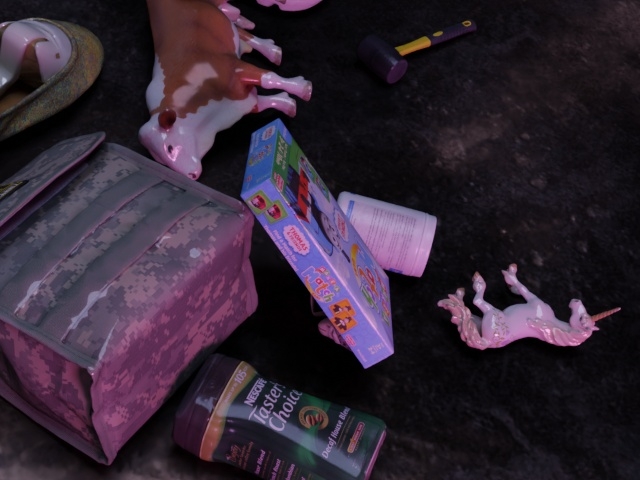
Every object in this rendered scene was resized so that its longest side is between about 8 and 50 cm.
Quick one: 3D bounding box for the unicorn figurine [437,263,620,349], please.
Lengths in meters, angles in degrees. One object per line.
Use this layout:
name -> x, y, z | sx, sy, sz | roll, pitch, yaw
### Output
unicorn figurine -> 0.212, 0.076, 1.380 | 0.162, 0.060, 0.111 | -23, 57, -11

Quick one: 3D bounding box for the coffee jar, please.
coffee jar -> -0.039, 0.176, 1.204 | 0.184, 0.079, 0.096 | 22, 47, 6

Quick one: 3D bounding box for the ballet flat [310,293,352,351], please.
ballet flat -> 0.013, 0.076, 1.341 | 0.041, 0.041, 0.114 | -6, 50, -19

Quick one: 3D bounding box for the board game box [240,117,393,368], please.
board game box -> 0.000, 0.000, 1.276 | 0.039, 0.211, 0.160 | -29, 21, 13

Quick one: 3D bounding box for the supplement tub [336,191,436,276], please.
supplement tub -> 0.063, -0.007, 1.400 | 0.107, 0.071, 0.071 | 16, 47, 0

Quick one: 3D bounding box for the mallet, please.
mallet -> 0.134, -0.243, 1.657 | 0.189, 0.039, 0.062 | -18, 54, -32

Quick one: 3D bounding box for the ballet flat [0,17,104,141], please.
ballet flat -> -0.351, -0.169, 1.411 | 0.123, 0.123, 0.348 | 33, 49, 16

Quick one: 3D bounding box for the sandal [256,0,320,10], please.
sandal -> -0.171, -0.420, 1.689 | 0.416, 0.102, 0.169 | 18, 47, 3

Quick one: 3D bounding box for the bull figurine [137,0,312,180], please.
bull figurine -> -0.120, -0.199, 1.508 | 0.188, 0.101, 0.310 | 3, 50, -17

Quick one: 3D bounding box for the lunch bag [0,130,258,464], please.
lunch bag -> -0.237, 0.026, 1.232 | 0.287, 0.169, 0.235 | 26, 51, 24
